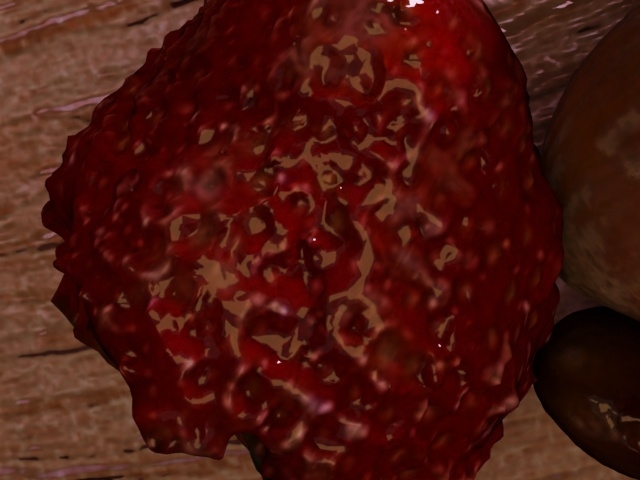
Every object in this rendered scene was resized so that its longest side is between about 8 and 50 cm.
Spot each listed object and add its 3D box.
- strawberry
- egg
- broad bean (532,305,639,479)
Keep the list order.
[{"bbox_3d":[0.001,0.001,0.665,0.261,0.261,0.257,37,90,-3],"label":"strawberry"},{"bbox_3d":[0.215,-0.043,0.649,0.233,0.195,0.195,-25,100,10],"label":"egg"},{"bbox_3d":[0.176,0.084,0.709,0.114,0.165,0.084,32,103,35],"label":"broad bean"}]
